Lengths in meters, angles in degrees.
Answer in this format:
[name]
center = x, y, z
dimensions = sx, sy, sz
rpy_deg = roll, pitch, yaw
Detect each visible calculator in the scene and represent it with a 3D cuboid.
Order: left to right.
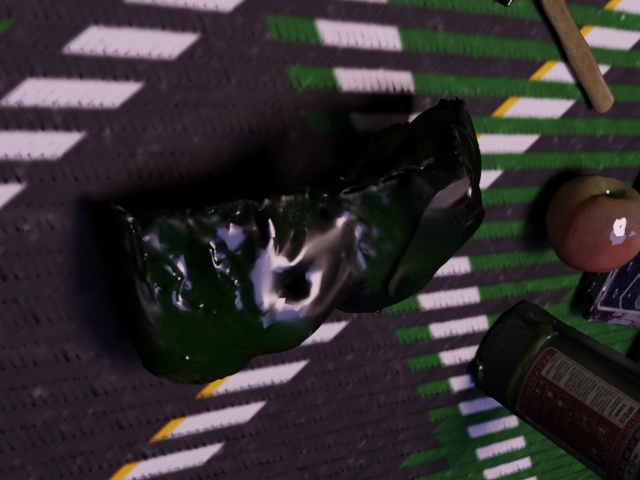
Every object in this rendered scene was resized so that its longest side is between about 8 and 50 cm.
[calculator]
center = 0.332, -0.043, 1.214
dimensions = 0.166, 0.028, 0.274
rpy_deg = 10, 110, -52

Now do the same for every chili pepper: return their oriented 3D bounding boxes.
[chili pepper]
center = 0.007, 0.002, 0.807
dimensions = 0.264, 0.116, 0.148
rpy_deg = -28, 140, -31

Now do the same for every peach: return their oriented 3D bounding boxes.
[peach]
center = 0.218, -0.011, 1.065
dimensions = 0.083, 0.083, 0.083
rpy_deg = -29, 137, -31

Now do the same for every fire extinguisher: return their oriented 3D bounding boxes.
[fire extinguisher]
center = 0.254, 0.157, 1.058
dimensions = 0.093, 0.294, 0.118
rpy_deg = -8, 123, -44

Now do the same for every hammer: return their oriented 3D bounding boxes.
[hammer]
center = 0.178, -0.144, 0.971
dimensions = 0.062, 0.013, 0.199
rpy_deg = -51, 144, -4

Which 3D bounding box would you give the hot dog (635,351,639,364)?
[hot dog]
center = 0.349, 0.117, 1.311
dimensions = 0.062, 0.092, 0.236
rpy_deg = 10, 112, -32
